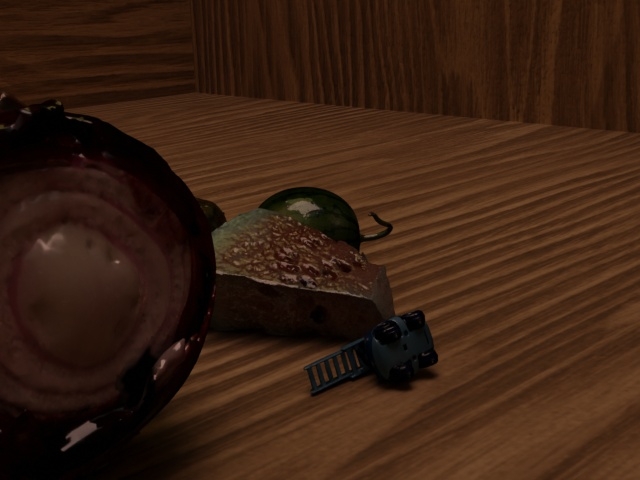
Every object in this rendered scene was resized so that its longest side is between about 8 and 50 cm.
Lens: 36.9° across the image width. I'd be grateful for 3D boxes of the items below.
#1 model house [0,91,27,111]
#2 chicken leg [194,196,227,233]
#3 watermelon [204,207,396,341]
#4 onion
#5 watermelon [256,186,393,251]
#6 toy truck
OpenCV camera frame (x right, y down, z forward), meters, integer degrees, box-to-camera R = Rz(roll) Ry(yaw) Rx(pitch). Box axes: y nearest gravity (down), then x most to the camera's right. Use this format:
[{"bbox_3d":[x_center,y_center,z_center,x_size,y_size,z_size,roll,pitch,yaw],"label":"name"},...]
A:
[{"bbox_3d":[-0.551,-0.137,1.465,0.294,0.329,0.251,8,15,38],"label":"model house"},{"bbox_3d":[-0.266,0.042,1.149,0.361,0.140,0.211,-21,1,-27],"label":"chicken leg"},{"bbox_3d":[-0.020,0.048,1.113,0.241,0.094,0.154,16,43,24],"label":"watermelon"},{"bbox_3d":[-0.258,0.055,0.797,0.341,0.341,0.341,-2,15,0],"label":"onion"},{"bbox_3d":[0.000,0.000,1.248,0.187,0.141,0.141,0,15,-1],"label":"watermelon"},{"bbox_3d":[0.053,0.116,0.965,0.136,0.063,0.074,-18,2,-41],"label":"toy truck"}]
